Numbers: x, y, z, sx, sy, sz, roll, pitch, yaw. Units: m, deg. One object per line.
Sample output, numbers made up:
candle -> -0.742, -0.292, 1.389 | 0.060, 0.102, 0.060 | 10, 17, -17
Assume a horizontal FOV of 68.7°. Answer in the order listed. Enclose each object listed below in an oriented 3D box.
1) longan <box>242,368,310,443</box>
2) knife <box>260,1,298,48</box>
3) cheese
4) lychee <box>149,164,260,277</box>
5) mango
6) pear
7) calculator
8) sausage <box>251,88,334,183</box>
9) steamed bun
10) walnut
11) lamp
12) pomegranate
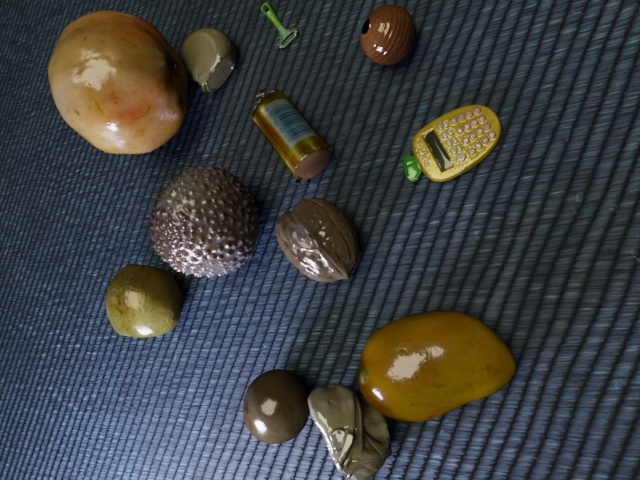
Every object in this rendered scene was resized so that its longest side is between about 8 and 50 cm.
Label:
longan -> -0.108, 0.400, 1.131 | 0.187, 0.167, 0.167 | -37, 67, 33
knife -> -0.128, -0.627, 1.360 | 0.078, 0.022, 0.166 | -37, 69, 12
cheese -> -0.347, -0.563, 1.433 | 0.202, 0.091, 0.175 | 44, 104, 28
lychee -> -0.298, -0.050, 1.226 | 0.300, 0.300, 0.299 | -4, 81, 28
mango -> 0.228, 0.254, 0.964 | 0.317, 0.173, 0.211 | -18, 75, 18
pear -> -0.511, 0.169, 1.361 | 0.229, 0.188, 0.211 | -6, 92, 28
calculator -> 0.295, -0.216, 1.069 | 0.235, 0.032, 0.146 | -30, 70, 20
sausage -> -0.096, -0.296, 1.249 | 0.317, 0.117, 0.125 | 54, 132, 26
steamed bun -> 0.077, 0.406, 1.016 | 0.144, 0.211, 0.218 | -27, 67, -4
walnut -> 0.000, 0.001, 1.128 | 0.178, 0.178, 0.230 | -42, 72, 17
lamp -> 0.161, -0.491, 1.122 | 0.136, 0.136, 0.136 | -4, 81, 28
pomegranate -> -0.592, -0.443, 1.383 | 0.412, 0.411, 0.411 | -4, 81, 28
